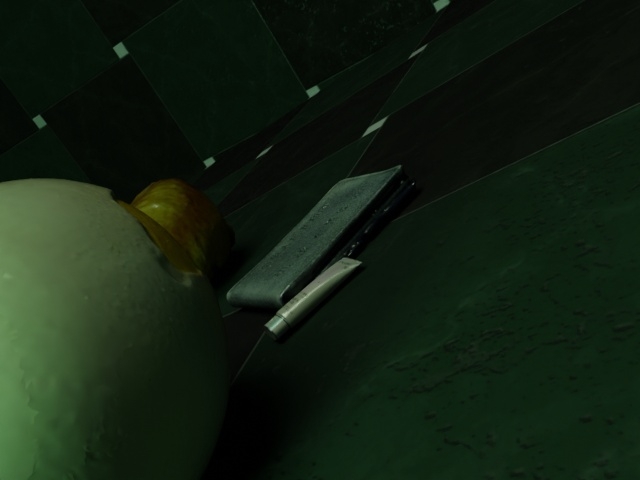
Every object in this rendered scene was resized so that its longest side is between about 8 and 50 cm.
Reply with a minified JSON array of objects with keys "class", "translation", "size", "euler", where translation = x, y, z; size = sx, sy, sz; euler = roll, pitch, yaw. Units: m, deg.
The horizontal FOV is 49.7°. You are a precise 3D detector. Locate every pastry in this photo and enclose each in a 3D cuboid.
[{"class":"pastry","translation":[-0.283,0.052,1.041],"size":[0.356,0.164,0.356],"euler":[-36,20,16]}]

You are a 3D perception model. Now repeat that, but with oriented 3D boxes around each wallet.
[{"class":"wallet","translation":[-0.002,-0.002,0.794],"size":[0.222,0.036,0.167],"euler":[-44,17,-22]}]

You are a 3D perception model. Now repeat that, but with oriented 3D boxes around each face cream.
[{"class":"face cream","translation":[-0.007,0.054,0.676],"size":[0.115,0.020,0.038],"euler":[-40,21,-18]}]

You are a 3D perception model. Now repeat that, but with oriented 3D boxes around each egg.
[{"class":"egg","translation":[-0.206,0.104,0.488],"size":[0.283,0.283,0.345],"euler":[-36,18,4]}]
